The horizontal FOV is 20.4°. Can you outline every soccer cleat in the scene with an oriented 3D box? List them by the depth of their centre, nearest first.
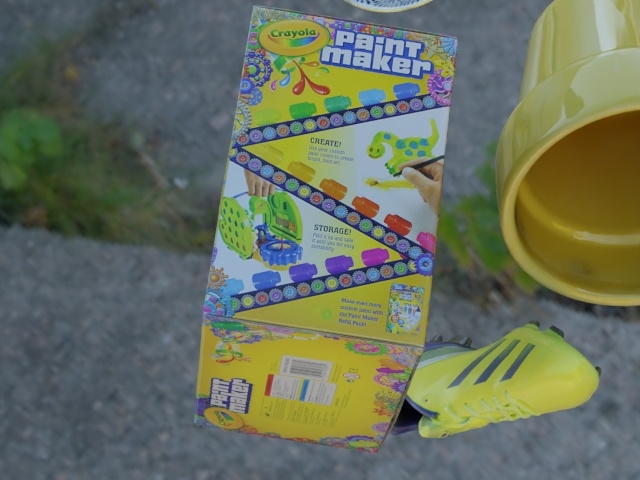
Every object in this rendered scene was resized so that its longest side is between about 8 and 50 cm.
[{"bbox_3d":[0.153,0.145,1.658,0.121,0.093,0.289,-48,17,-24],"label":"soccer cleat"}]

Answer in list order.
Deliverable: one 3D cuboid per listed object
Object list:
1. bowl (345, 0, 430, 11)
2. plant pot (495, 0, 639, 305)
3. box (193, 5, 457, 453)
[{"bbox_3d":[0.072,-0.240,1.246,0.170,0.080,0.170,0,89,34],"label":"bowl"},{"bbox_3d":[0.282,-0.109,1.645,0.254,0.254,0.239,-25,41,22],"label":"plant pot"},{"bbox_3d":[0.000,0.000,1.527,0.177,0.290,0.279,9,66,-2],"label":"box"}]
